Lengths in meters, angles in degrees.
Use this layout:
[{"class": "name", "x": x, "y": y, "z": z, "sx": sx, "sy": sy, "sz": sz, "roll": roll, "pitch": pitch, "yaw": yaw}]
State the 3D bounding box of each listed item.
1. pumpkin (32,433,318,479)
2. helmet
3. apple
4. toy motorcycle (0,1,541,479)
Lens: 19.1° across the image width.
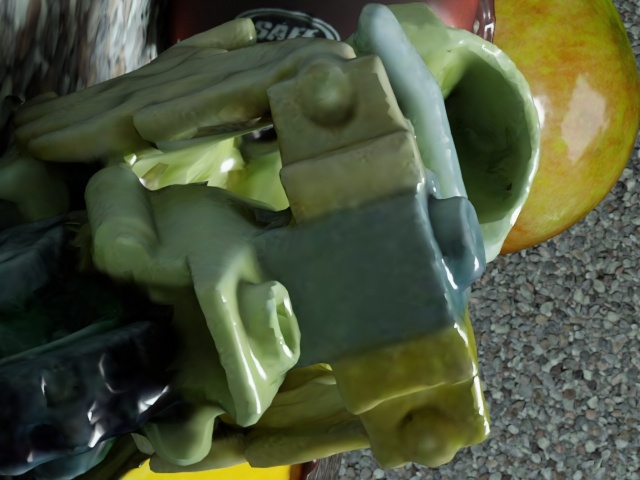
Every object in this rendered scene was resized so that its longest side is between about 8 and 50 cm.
[{"class": "pumpkin", "x": -0.116, "y": 0.172, "z": 0.963, "sx": 0.148, "sy": 0.169, "sz": 0.312, "roll": 42, "pitch": -44, "yaw": 41}, {"class": "helmet", "x": 0.007, "y": -0.129, "z": 1.110, "sx": 0.216, "sy": 0.189, "sz": 0.193, "roll": -41, "pitch": 139, "yaw": -69}, {"class": "apple", "x": 0.155, "y": -0.152, "z": 1.919, "sx": 0.339, "sy": 0.339, "sz": 0.339, "roll": 11, "pitch": 90, "yaw": -85}, {"class": "toy motorcycle", "x": -0.030, "y": -0.001, "z": 0.783, "sx": 0.410, "sy": 0.237, "sz": 0.169, "roll": -61, "pitch": 134, "yaw": -72}]
